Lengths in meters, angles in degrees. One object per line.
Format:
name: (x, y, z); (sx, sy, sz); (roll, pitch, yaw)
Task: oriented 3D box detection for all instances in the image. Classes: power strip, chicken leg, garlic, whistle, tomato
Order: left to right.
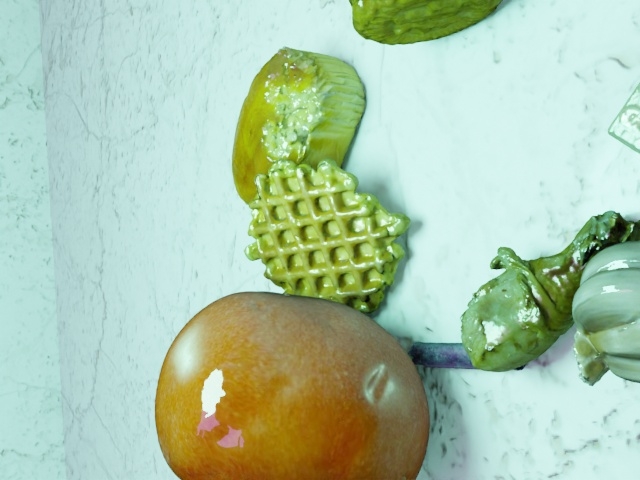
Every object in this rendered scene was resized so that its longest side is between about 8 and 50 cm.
tomato: (-0.031, 0.197, 0.817); (0.341, 0.341, 0.272); (-14, 66, 50)
whistle: (0.172, 0.141, 0.791); (0.176, 0.033, 0.033); (-9, 83, 51)
chicken leg: (0.232, 0.046, 0.679); (0.227, 0.088, 0.103); (-55, 23, 21)
power strip: (0.326, -0.138, 0.600); (0.056, 0.032, 0.123); (49, 125, 37)
garlic: (0.304, 0.058, 0.546); (0.194, 0.131, 0.127); (-17, 80, 59)

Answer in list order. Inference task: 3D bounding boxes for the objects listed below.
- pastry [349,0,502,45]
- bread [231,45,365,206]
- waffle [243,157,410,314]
pastry: (0.116, -0.297, 0.741); (0.189, 0.189, 0.103); (-15, 84, 50)
bread: (-0.045, -0.162, 0.983); (0.250, 0.133, 0.179); (-59, 45, 31)
waffle: (0.000, 0.000, 0.911); (0.238, 0.059, 0.243); (31, 125, 15)
